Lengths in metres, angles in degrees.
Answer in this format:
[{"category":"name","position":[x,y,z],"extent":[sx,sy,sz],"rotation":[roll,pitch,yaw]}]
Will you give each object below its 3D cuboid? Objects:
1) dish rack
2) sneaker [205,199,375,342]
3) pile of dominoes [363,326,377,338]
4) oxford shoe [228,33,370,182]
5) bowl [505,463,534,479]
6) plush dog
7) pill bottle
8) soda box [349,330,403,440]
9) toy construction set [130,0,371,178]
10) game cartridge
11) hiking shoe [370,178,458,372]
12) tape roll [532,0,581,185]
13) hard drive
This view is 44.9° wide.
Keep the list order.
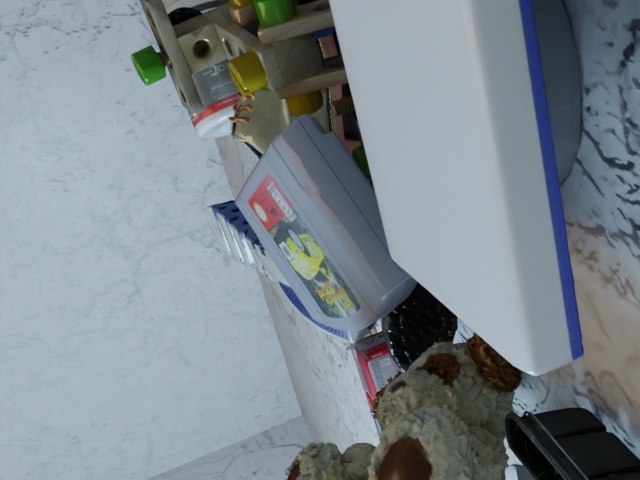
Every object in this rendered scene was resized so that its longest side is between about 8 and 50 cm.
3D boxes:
[{"category":"dish rack","position":[0.226,0.274,0.569],"extent":[0.208,0.074,0.271],"rotation":[-120,16,-69]},{"category":"sneaker","position":[-0.011,-0.011,1.120],"extent":[0.315,0.182,0.127],"rotation":[36,155,36]},{"category":"pile of dominoes","position":[0.042,0.127,1.406],"extent":[0.251,0.040,0.196],"rotation":[129,121,-79]},{"category":"oxford shoe","position":[-0.052,-0.187,0.973],"extent":[0.140,0.147,0.397],"rotation":[-147,38,-74]},{"category":"bowl","position":[0.206,0.295,0.751],"extent":[0.142,0.053,0.142],"rotation":[91,179,-63]},{"category":"plush dog","position":[0.117,0.197,0.742],"extent":[0.211,0.225,0.262],"rotation":[32,146,-14]},{"category":"pill bottle","position":[-0.190,-0.338,1.363],"extent":[0.161,0.161,0.283],"rotation":[151,98,-80]},{"category":"soda box","position":[0.126,0.253,1.061],"extent":[0.083,0.092,0.263],"rotation":[-148,38,-72]},{"category":"toy construction set","position":[-0.063,-0.217,0.724],"extent":[0.309,0.237,0.257],"rotation":[87,160,-58]},{"category":"game cartridge","position":[0.000,0.000,0.790],"extent":[0.196,0.060,0.294],"rotation":[52,164,0]},{"category":"hiking shoe","position":[0.097,0.036,0.871],"extent":[0.114,0.086,0.226],"rotation":[-113,15,-72]},{"category":"tape roll","position":[0.094,-0.121,0.558],"extent":[0.219,0.072,0.219],"rotation":[159,90,-79]},{"category":"hard drive","position":[0.059,-0.106,0.448],"extent":[0.210,0.040,0.318],"rotation":[-133,25,-65]}]
